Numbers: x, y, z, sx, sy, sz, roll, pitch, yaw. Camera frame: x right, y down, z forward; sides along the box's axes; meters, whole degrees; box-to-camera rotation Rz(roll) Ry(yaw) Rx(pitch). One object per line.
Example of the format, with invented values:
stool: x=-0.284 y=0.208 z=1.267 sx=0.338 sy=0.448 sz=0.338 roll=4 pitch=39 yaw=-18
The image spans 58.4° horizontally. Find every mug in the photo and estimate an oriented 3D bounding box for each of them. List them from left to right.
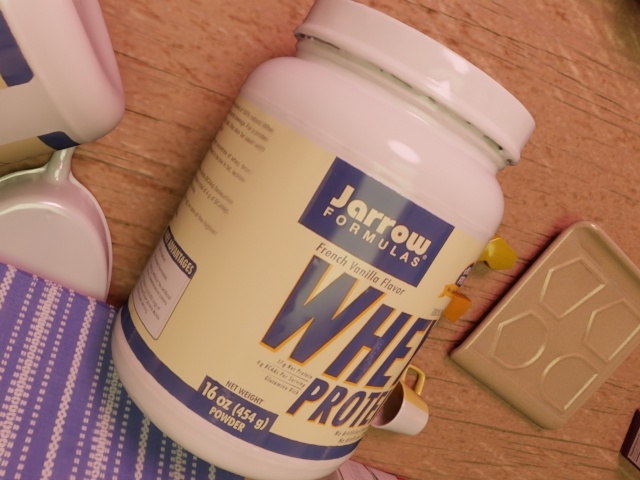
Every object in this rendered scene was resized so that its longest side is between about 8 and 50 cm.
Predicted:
mug: x=0.099 y=0.193 z=0.670 sx=0.064 sy=0.062 sz=0.078 roll=35 pitch=103 yaw=-31

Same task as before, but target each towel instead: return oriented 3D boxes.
towel: x=-0.193 y=0.156 z=0.461 sx=0.040 sy=0.243 sz=0.336 roll=-36 pitch=130 yaw=29

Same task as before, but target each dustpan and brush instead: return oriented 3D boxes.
dustpan and brush: x=-0.241 y=-0.030 z=0.506 sx=0.147 sy=0.060 sz=0.211 roll=16 pitch=110 yaw=-30

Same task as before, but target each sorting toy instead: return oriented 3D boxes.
sorting toy: x=0.264 y=0.084 z=0.691 sx=0.307 sy=0.041 sz=0.229 roll=38 pitch=100 yaw=-23

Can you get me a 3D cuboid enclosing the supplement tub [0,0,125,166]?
supplement tub: x=-0.309 y=-0.135 z=0.349 sx=0.316 sy=0.228 sz=0.228 roll=-17 pitch=112 yaw=-9

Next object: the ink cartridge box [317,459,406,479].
ink cartridge box: x=0.048 y=0.333 z=0.705 sx=0.135 sy=0.056 sz=0.099 roll=29 pitch=99 yaw=-23

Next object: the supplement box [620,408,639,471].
supplement box: x=0.512 y=0.310 z=0.751 sx=0.104 sy=0.188 sz=0.081 roll=7 pitch=108 yaw=-17

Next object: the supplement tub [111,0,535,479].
supplement tub: x=0.000 y=0.000 z=0.477 sx=0.235 sy=0.235 sz=0.325 roll=27 pitch=100 yaw=-22
